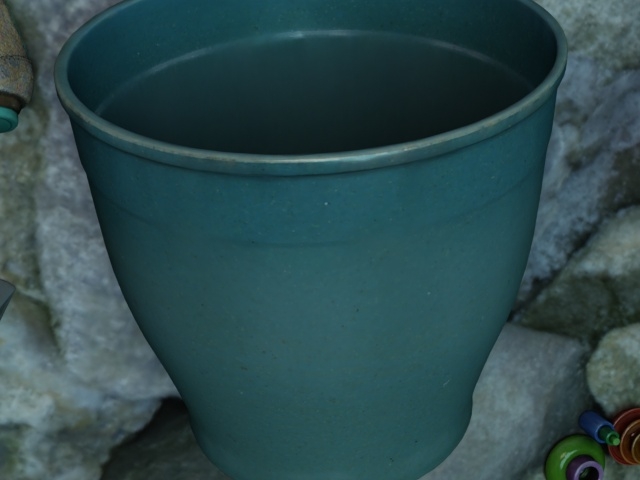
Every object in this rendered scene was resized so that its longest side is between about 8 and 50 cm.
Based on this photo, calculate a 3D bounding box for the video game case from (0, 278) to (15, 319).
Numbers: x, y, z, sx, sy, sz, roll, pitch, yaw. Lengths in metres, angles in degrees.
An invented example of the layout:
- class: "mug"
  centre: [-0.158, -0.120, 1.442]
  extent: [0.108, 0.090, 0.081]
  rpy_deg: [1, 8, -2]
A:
- class: "video game case"
  centre: [-0.227, 0.101, 0.699]
  extent: [0.019, 0.157, 0.143]
  rpy_deg: [26, 95, -8]

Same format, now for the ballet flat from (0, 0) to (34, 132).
- class: "ballet flat"
  centre: [-0.322, -0.104, 0.656]
  extent: [0.316, 0.107, 0.106]
  rpy_deg: [-5, 86, -22]

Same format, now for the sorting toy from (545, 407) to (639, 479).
- class: "sorting toy"
  centre: [0.225, 0.165, 0.923]
  extent: [0.102, 0.042, 0.061]
  rpy_deg: [-30, 111, -8]

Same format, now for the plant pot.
- class: "plant pot"
  centre: [0.000, 0.000, 0.704]
  extent: [0.272, 0.271, 0.255]
  rpy_deg: [-12, 123, -14]
